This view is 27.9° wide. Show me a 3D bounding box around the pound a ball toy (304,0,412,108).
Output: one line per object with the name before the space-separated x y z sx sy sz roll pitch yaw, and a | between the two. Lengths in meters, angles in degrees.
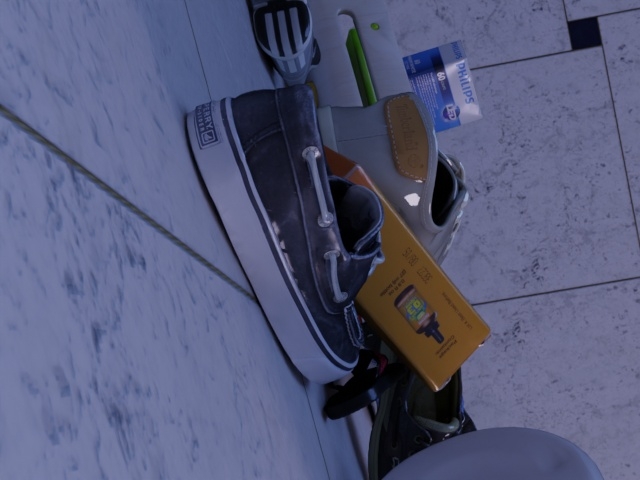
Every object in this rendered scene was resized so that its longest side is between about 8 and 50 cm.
pound a ball toy | 0.030 -0.135 1.659 0.208 0.136 0.319 109 -27 -56

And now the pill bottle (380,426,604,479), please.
pill bottle | 0.174 0.352 1.064 0.204 0.204 0.361 -95 166 -64

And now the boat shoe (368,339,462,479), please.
boat shoe | 0.096 0.175 1.208 0.073 0.080 0.223 -17 -111 62

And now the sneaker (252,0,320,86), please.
sneaker | -0.044 -0.278 1.520 0.132 0.086 0.228 73 13 -59

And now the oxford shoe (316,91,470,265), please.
oxford shoe | 0.090 -0.034 1.312 0.449 0.130 0.169 48 27 -72

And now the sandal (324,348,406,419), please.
sandal | 0.034 0.120 1.133 0.040 0.067 0.179 62 8 4

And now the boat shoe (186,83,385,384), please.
boat shoe | 0.000 0.000 0.936 0.301 0.102 0.108 67 8 -47

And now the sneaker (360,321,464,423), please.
sneaker | 0.109 0.156 1.411 0.330 0.130 0.147 56 16 -72

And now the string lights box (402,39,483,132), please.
string lights box | 0.147 -0.249 2.300 0.077 0.260 0.133 -99 171 -55

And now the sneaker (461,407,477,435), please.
sneaker | 0.129 0.194 1.760 0.122 0.110 0.283 176 -101 -78

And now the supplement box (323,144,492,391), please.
supplement box | 0.051 0.026 1.103 0.233 0.078 0.080 50 -8 -32
